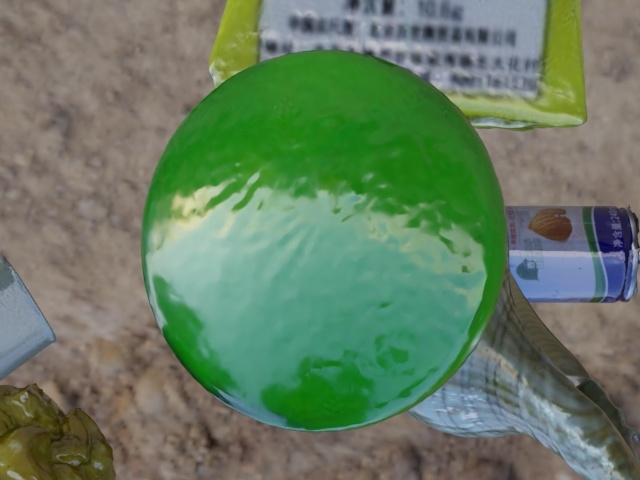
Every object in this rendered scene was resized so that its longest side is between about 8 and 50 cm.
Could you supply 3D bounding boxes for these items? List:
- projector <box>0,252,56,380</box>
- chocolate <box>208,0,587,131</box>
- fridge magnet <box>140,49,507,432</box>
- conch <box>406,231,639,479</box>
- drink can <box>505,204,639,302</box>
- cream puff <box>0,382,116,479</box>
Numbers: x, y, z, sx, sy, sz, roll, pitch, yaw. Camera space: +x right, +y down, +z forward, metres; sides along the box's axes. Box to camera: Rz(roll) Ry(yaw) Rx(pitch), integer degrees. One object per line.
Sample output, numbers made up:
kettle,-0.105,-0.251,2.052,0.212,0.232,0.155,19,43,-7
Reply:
projector,-0.254,0.059,1.001,0.083,0.082,0.083,15,137,57
chocolate,0.067,-0.170,1.189,0.300,0.137,0.289,5,-176,1
fridge magnet,0.000,0.000,0.754,0.208,0.208,0.088,5,178,17
conch,0.102,0.076,1.040,0.169,0.386,0.203,-37,161,26
drink can,0.175,0.012,1.304,0.235,0.097,0.097,1,156,-2
cream puff,-0.198,0.146,0.809,0.121,0.156,0.156,47,144,-17
